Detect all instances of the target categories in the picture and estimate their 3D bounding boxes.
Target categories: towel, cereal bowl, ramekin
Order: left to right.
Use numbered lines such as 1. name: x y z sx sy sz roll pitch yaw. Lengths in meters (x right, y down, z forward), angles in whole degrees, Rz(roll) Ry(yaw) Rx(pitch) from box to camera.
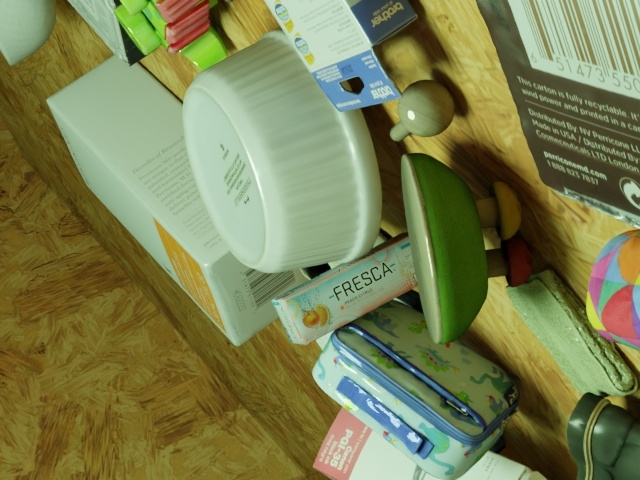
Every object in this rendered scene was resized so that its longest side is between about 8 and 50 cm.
1. cereal bowl: -0.516 -0.454 1.965 0.339 0.141 0.339 58 171 15
2. ramekin: -0.053 -0.089 1.374 0.273 0.127 0.273 50 152 41
3. towel: 0.244 0.095 1.223 0.148 0.027 0.110 53 165 3

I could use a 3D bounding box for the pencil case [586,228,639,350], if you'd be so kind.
1. pencil case: 0.287 0.043 0.873 0.104 0.104 0.236 58 165 -16

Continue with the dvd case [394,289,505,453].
1. dvd case: 0.144 0.156 1.644 0.180 0.022 0.253 29 152 55

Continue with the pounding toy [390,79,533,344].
1. pounding toy: 0.141 -0.026 1.176 0.183 0.110 0.237 84 177 -80

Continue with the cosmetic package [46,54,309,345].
1. cosmetic package: -0.220 -0.073 1.942 0.453 0.161 0.230 43 161 33

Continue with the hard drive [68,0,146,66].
1. hard drive: -0.332 -0.415 1.713 0.237 0.064 0.339 49 164 17

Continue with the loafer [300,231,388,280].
1. loafer: 0.000 0.000 1.593 0.268 0.092 0.102 33 154 51

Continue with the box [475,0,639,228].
1. box: 0.202 -0.121 0.562 0.168 0.203 0.167 31 153 54

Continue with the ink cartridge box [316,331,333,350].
1. ink cartridge box: 0.112 0.175 1.685 0.232 0.066 0.189 -21 106 53

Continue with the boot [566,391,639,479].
1. boot: 0.327 0.237 1.229 0.137 0.077 0.198 20 160 34

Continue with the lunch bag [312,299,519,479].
1. lunch bag: 0.111 0.167 1.429 0.219 0.176 0.090 36 120 18

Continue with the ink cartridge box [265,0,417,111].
1. ink cartridge box: -0.019 -0.266 1.139 0.311 0.065 0.186 59 165 -10

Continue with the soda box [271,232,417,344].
1. soda box: 0.040 0.053 1.420 0.058 0.183 0.063 66 163 -5

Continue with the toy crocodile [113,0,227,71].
1. toy crocodile: -0.168 -0.274 1.404 0.105 0.115 0.340 53 173 7

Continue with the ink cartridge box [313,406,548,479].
1. ink cartridge box: 0.164 0.317 1.560 0.283 0.117 0.207 19 163 42
